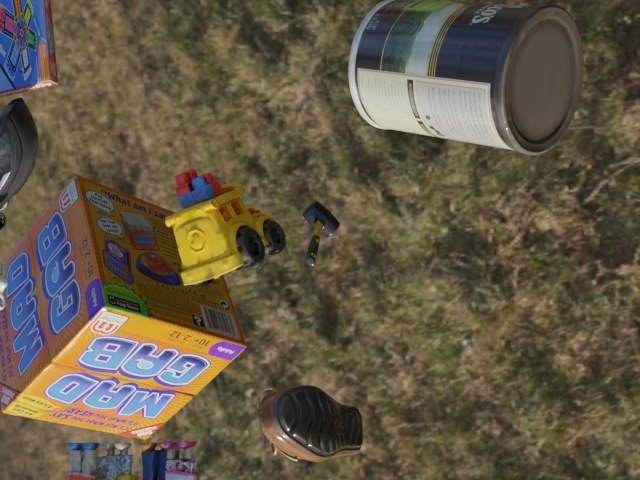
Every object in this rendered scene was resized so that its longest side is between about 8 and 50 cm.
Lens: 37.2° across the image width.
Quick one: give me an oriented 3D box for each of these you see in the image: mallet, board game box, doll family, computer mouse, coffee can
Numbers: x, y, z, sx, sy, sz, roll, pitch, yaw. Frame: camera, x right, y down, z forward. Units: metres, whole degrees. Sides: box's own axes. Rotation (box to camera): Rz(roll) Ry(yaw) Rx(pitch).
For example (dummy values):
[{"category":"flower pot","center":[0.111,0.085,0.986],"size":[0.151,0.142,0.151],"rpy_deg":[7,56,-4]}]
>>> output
[{"category":"mallet","center":[0.000,0.000,1.547],"size":[0.039,0.062,0.190],"rpy_deg":[-41,21,21]},{"category":"board game box","center":[-0.438,0.150,2.009],"size":[0.356,0.356,0.356],"rpy_deg":[-43,47,24]},{"category":"doll family","center":[-0.278,0.398,1.478],"size":[0.262,0.118,0.163],"rpy_deg":[-4,76,17]},{"category":"board game box","center":[-0.461,-0.347,1.378],"size":[0.145,0.027,0.281],"rpy_deg":[-10,81,14]},{"category":"computer mouse","center":[-0.439,-0.087,1.343],"size":[0.262,0.060,0.184],"rpy_deg":[-62,11,20]},{"category":"coffee can","center":[0.206,-0.242,1.374],"size":[0.275,0.201,0.202],"rpy_deg":[16,109,42]}]

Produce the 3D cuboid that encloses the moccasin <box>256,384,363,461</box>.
[{"category":"moccasin","center":[-0.036,0.335,1.749],"size":[0.146,0.380,0.139],"rpy_deg":[-7,80,17]}]

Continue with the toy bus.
[{"category":"toy bus","center":[-0.186,-0.041,1.774],"size":[0.149,0.220,0.212],"rpy_deg":[-20,95,28]}]

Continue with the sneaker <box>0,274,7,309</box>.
[{"category":"sneaker","center":[-0.483,0.077,1.315],"size":[0.212,0.094,0.080],"rpy_deg":[-27,48,60]}]
